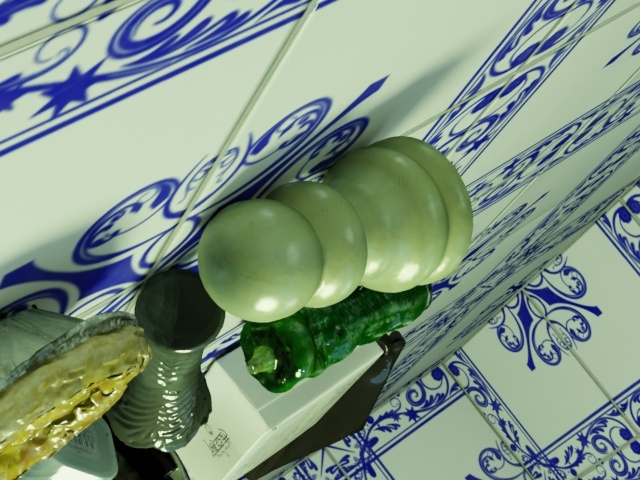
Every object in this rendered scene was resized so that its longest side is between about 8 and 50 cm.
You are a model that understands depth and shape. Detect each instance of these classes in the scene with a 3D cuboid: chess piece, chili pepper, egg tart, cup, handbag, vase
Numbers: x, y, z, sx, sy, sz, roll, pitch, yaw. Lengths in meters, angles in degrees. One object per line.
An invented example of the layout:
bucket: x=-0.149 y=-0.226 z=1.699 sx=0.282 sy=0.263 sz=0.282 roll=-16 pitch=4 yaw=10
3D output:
chess piece: x=0.000 y=0.000 z=1.275 sx=0.251 sy=0.144 sz=0.144 roll=-19 pitch=159 yaw=-45
chili pepper: x=0.001 y=0.100 z=1.743 sx=0.270 sy=0.136 sz=0.099 roll=-31 pitch=135 yaw=-44
egg tart: x=-0.235 y=0.120 z=1.088 sx=0.234 sy=0.094 sz=0.234 roll=-39 pitch=171 yaw=-7
cup: x=-0.276 y=0.215 z=1.373 sx=0.128 sy=0.095 sz=0.129 roll=28 pitch=117 yaw=-36
handbag: x=-0.002 y=0.258 z=2.416 sx=0.285 sy=0.113 sz=0.257 roll=-18 pitch=153 yaw=-43
vase: x=-0.140 y=0.108 z=1.352 sx=0.115 sy=0.115 sz=0.237 roll=-33 pitch=167 yaw=-24

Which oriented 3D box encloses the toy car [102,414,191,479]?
toy car: x=-0.252 y=0.273 z=1.550 sx=0.235 sy=0.172 sz=0.158 roll=-41 pitch=-174 yaw=2

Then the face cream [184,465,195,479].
face cream: x=-0.211 y=0.339 z=2.171 sx=0.274 sy=0.096 sz=0.154 roll=-29 pitch=179 yaw=34

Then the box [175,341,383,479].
box: x=-0.068 y=0.204 z=1.938 sx=0.203 sy=0.116 sz=0.274 roll=-32 pitch=168 yaw=-32

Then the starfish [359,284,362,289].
starfish: x=0.046 y=0.006 z=1.647 sx=0.150 sy=0.053 sz=0.209 roll=-35 pitch=169 yaw=-39
